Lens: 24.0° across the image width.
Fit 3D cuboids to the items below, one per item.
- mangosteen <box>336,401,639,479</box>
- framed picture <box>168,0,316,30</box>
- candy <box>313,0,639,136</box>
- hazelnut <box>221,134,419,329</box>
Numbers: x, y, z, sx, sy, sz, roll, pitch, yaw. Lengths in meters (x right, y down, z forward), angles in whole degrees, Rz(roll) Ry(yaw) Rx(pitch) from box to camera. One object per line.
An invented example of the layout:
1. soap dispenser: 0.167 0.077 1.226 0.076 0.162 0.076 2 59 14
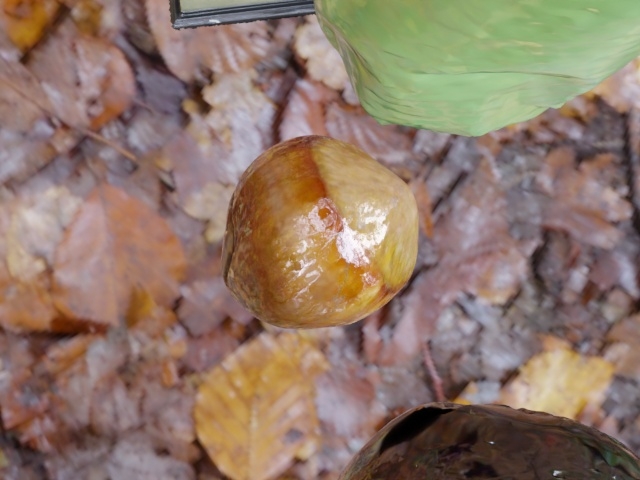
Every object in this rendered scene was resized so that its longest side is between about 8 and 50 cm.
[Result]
1. mangosteen: 0.133 0.267 1.140 0.300 0.300 0.300 -7 110 -20
2. framed picture: -0.029 -0.251 1.177 0.195 0.199 0.010 -7 148 -3
3. candy: 0.083 -0.123 0.620 0.142 0.343 0.132 -33 88 -11
4. hazelnut: 0.000 0.000 1.316 0.182 0.182 0.182 -7 110 -20
